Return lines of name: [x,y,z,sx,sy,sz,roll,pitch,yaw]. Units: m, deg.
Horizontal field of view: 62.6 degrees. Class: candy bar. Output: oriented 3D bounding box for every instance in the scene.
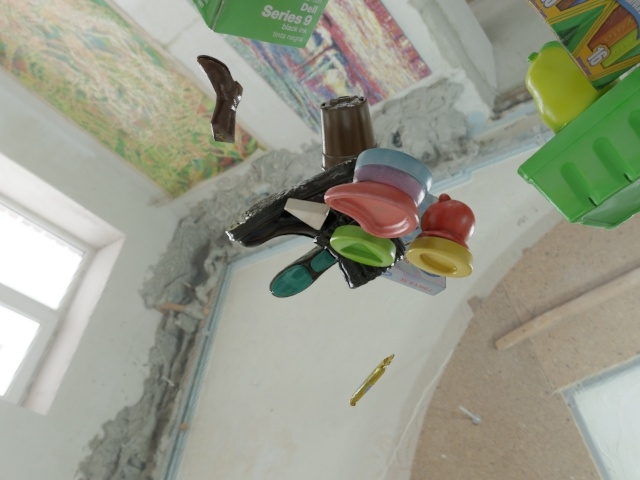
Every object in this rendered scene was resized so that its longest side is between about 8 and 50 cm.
candy bar: [0.103,0.287,1.078,0.161,0.018,0.040,-59,173,34]

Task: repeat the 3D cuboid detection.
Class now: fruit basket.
fruit basket: [0.598,-0.256,1.119,0.392,0.283,0.392,-14,-107,56]

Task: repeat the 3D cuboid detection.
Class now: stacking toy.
stacking toy: [0.119,-0.058,0.958,0.279,0.309,0.130,2,-116,43]

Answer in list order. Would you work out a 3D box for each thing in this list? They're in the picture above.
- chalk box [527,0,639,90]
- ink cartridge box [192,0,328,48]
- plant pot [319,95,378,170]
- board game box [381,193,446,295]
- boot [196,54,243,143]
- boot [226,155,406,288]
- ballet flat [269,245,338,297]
chalk box: [0.509,-0.427,0.844,0.289,0.180,0.179,-38,-131,32]
ink cartridge box: [-0.038,-0.363,0.474,0.289,0.121,0.211,-53,-125,39]
plant pot: [0.071,-0.284,1.385,0.167,0.165,0.167,-7,-153,4]
board game box: [0.216,-0.035,1.520,0.066,0.318,0.318,-46,-152,51]
boot: [-0.165,-0.221,0.835,0.037,0.106,0.114,-8,-118,34]
boot: [0.002,0.000,1.127,0.348,0.260,0.131,-27,-169,-14]
ballet flat: [-0.031,0.066,1.256,0.213,0.072,0.068,-33,-165,-10]
